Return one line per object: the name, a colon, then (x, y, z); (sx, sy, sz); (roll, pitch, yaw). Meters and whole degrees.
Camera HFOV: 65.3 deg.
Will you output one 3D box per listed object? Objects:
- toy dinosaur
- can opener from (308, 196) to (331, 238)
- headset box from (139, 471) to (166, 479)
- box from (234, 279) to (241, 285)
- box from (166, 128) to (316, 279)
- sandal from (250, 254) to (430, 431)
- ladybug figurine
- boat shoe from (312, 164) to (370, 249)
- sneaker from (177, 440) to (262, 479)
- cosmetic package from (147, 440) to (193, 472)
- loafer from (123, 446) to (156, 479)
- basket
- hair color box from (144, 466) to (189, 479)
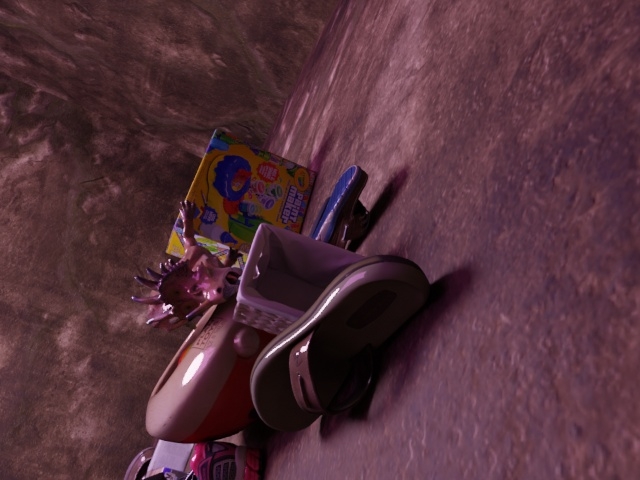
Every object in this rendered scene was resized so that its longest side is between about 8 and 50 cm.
toy dinosaur: (-0.213, 0.083, 0.768); (0.295, 0.127, 0.200); (-55, 14, 42)
can opener: (0.000, 0.000, 0.883); (0.073, 0.059, 0.186); (137, 151, -60)
headset box: (-0.282, 0.534, 0.782); (0.218, 0.110, 0.293); (49, 127, 34)
box: (-0.301, 0.052, 1.688); (0.270, 0.165, 0.143); (130, 157, -51)
box: (-0.196, -0.073, 1.262); (0.177, 0.279, 0.289); (136, 152, -58)
sandal: (0.010, 0.137, 0.548); (0.302, 0.120, 0.086); (-56, 32, 36)
ladybug figurine: (-0.175, 0.233, 0.905); (0.305, 0.162, 0.449); (-59, 10, -27)
boat shoe: (0.040, -0.036, 0.773); (0.066, 0.066, 0.183); (-80, 13, -47)
sneaker: (-0.200, 0.448, 0.841); (0.121, 0.112, 0.299); (-105, 38, -67)
cosmetic package: (-0.419, 0.574, 1.477); (0.239, 0.099, 0.060); (-70, 15, -10)
loafer: (-0.517, 0.811, 1.484); (0.130, 0.134, 0.365); (-4, 73, 49)
basket: (-0.027, 0.068, 0.673); (0.103, 0.167, 0.113); (126, 160, -57)
hair color box: (-0.399, 0.674, 1.240); (0.339, 0.110, 0.185); (-44, 26, 54)
